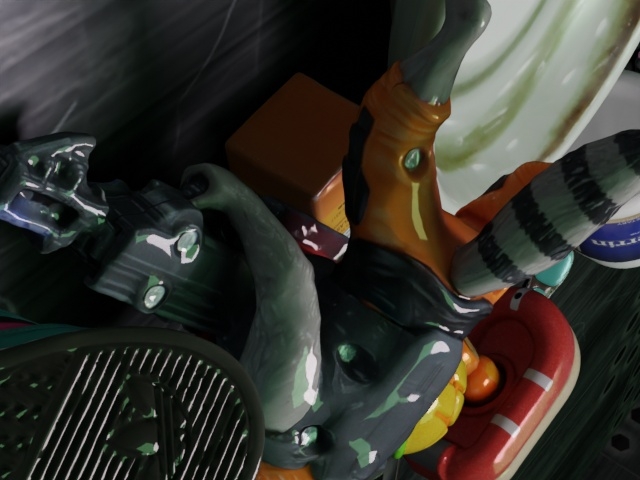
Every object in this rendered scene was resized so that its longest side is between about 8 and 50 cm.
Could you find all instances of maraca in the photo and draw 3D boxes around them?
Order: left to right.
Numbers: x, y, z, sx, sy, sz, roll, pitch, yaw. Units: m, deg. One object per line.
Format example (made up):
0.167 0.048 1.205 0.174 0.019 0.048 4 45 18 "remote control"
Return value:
0.087 0.117 1.104 0.185 0.099 0.127 -72 176 -50 "maraca"

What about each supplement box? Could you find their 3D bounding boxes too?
0.000 0.000 0.805 0.080 0.078 0.233 -48 154 -23 "supplement box"

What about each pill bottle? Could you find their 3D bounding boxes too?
0.309 -0.062 1.248 0.153 0.153 0.265 -57 157 -4 "pill bottle"

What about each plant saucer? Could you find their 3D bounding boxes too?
0.147 -0.203 0.822 0.400 0.101 0.400 -44 152 -31 "plant saucer"

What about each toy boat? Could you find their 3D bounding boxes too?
0.163 0.141 1.262 0.231 0.151 0.151 -52 127 -16 "toy boat"

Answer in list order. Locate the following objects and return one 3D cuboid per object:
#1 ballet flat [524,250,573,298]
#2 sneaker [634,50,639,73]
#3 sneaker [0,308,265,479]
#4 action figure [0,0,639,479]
0.271 0.054 1.469 0.114 0.041 0.041 -59 157 1 "ballet flat"
0.384 -0.186 1.395 0.057 0.047 0.119 -52 157 14 "sneaker"
-0.191 0.078 0.474 0.296 0.178 0.123 5 78 -26 "sneaker"
0.008 0.018 0.600 0.341 0.178 0.330 17 117 -46 "action figure"
